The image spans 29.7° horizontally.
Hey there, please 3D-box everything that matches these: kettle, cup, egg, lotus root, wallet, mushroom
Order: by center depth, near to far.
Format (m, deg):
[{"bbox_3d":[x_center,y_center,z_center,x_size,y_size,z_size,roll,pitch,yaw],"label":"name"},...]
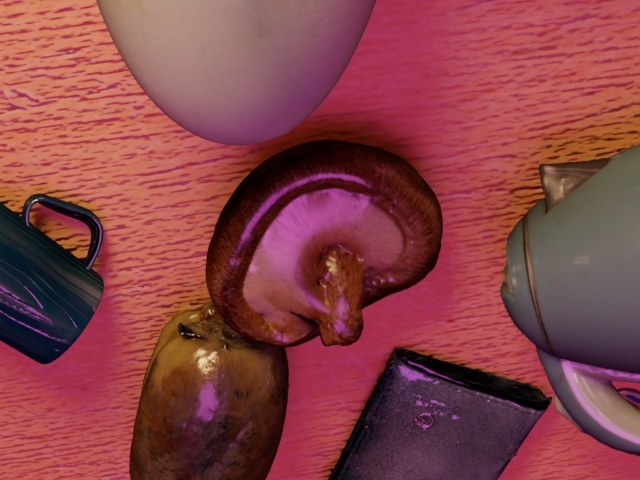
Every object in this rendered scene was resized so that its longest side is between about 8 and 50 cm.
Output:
[{"bbox_3d":[-0.058,-0.244,0.828,0.230,0.230,0.370,1,116,-1],"label":"egg"},{"bbox_3d":[0.342,0.053,1.102,0.342,0.247,0.319,-13,102,19],"label":"kettle"},{"bbox_3d":[-0.002,-0.005,1.145,0.231,0.138,0.194,-22,109,2],"label":"mushroom"},{"bbox_3d":[-0.285,0.033,1.173,0.138,0.113,0.150,37,119,-25],"label":"cup"},{"bbox_3d":[-0.116,0.195,1.264,0.160,0.152,0.274,5,127,-15],"label":"lotus root"},{"bbox_3d":[0.098,0.291,1.395,0.191,0.046,0.379,17,123,-13],"label":"wallet"}]

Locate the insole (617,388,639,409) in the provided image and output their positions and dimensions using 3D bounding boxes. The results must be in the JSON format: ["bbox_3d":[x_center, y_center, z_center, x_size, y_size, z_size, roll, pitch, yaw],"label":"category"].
[{"bbox_3d":[0.397,0.218,1.368,0.193,0.006,0.065,29,120,-19],"label":"insole"}]
